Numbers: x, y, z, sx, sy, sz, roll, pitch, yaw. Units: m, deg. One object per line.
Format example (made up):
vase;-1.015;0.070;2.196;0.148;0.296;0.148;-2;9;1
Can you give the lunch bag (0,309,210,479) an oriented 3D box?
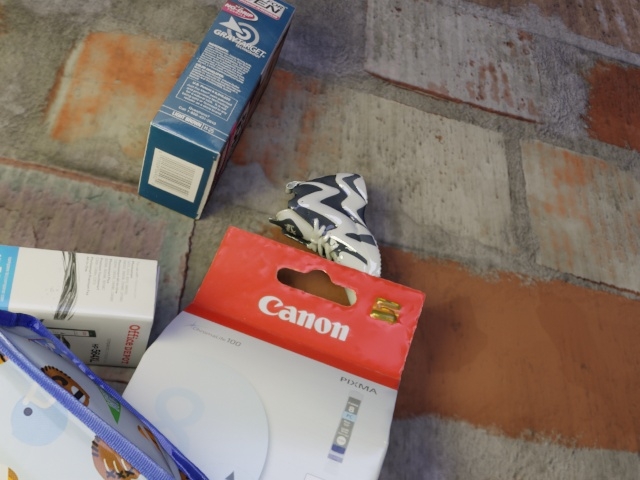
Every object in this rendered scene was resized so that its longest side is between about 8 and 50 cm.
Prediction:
lunch bag;-0.261;0.301;0.629;0.385;0.239;0.328;44;79;-1

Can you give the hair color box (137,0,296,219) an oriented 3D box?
hair color box;-0.155;-0.221;1.077;0.105;0.174;0.347;24;54;-6

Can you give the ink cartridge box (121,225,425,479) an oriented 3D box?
ink cartridge box;-0.052;0.163;0.872;0.308;0.091;0.384;19;61;6

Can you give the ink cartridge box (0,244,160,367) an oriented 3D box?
ink cartridge box;-0.306;0.084;0.842;0.203;0.148;0.085;7;56;-16

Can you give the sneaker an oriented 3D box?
sneaker;0.000;0.000;1.053;0.153;0.094;0.234;0;66;-13
